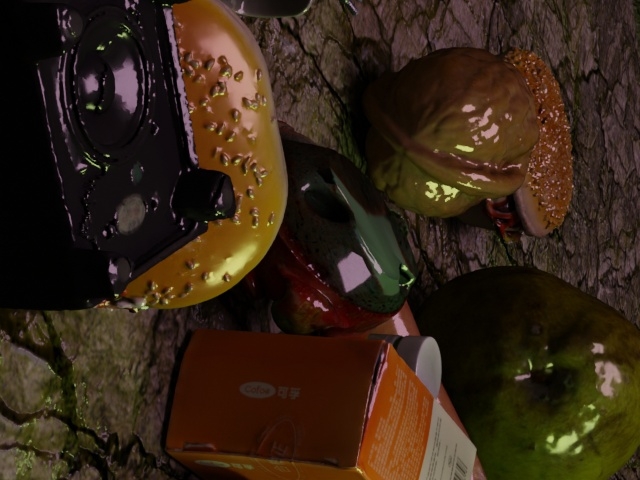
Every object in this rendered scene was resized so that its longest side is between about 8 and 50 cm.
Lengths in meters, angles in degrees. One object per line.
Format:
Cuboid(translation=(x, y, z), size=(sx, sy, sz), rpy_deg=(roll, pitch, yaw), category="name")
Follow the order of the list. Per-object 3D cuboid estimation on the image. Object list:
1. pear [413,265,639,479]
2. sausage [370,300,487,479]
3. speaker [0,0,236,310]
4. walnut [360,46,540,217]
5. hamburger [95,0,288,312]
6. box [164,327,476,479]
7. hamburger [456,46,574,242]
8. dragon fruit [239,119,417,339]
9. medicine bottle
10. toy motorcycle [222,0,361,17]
Cuboid(translation=(0.280, 0.202, 2.068), size=(0.413, 0.352, 0.352), rpy_deg=(91, 4, -79), category="pear")
Cuboid(translation=(0.119, 0.201, 1.897), size=(0.094, 0.094, 0.419), rpy_deg=(-38, 106, -57), category="sausage")
Cuboid(translation=(-0.220, -0.089, 1.071), size=(0.184, 0.254, 0.232), rpy_deg=(-42, 128, -57), category="speaker")
Cuboid(translation=(0.163, -0.143, 1.965), size=(0.224, 0.257, 0.257), rpy_deg=(-59, 168, 26), category="walnut")
Cuboid(translation=(-0.146, -0.080, 1.280), size=(0.151, 0.227, 0.295), rpy_deg=(-91, 169, -70), category="hamburger")
Cuboid(translation=(0.010, 0.222, 1.621), size=(0.341, 0.225, 0.143), rpy_deg=(52, 46, -55), category="box")
Cuboid(translation=(0.295, -0.146, 2.307), size=(0.302, 0.170, 0.302), rpy_deg=(0, 90, -67), category="hamburger")
Cuboid(translation=(0.000, 0.000, 1.623), size=(0.295, 0.130, 0.268), rpy_deg=(62, 21, -3), category="dragon fruit")
Cuboid(translation=(0.039, 0.148, 1.732), size=(0.086, 0.183, 0.086), rpy_deg=(1, 90, -65), category="medicine bottle")
Cuboid(translation=(-0.073, -0.278, 1.511), size=(0.263, 0.157, 0.091), rpy_deg=(17, 77, -63), category="toy motorcycle")
